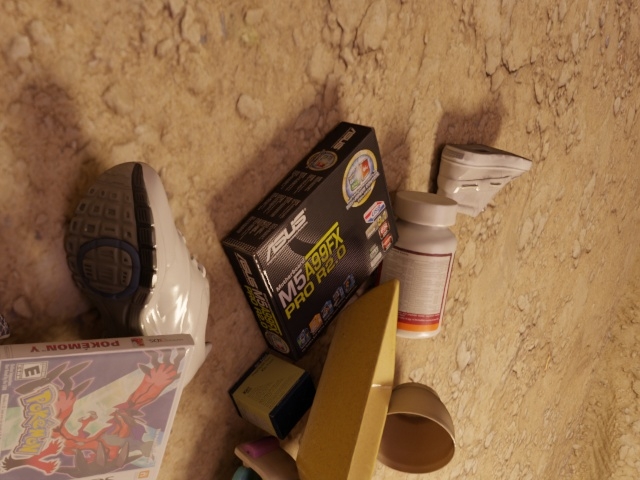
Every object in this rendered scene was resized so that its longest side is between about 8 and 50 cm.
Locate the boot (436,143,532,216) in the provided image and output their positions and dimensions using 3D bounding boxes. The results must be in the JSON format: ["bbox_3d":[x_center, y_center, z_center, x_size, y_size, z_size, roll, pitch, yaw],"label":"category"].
[{"bbox_3d":[0.295,-0.108,1.386,0.258,0.095,0.124,-3,113,-45],"label":"boot"}]

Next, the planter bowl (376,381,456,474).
[{"bbox_3d":[0.167,0.327,1.357,0.109,0.162,0.162,-70,156,-52],"label":"planter bowl"}]

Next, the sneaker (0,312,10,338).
[{"bbox_3d":[-0.349,0.144,0.613,0.235,0.090,0.095,-56,152,-19],"label":"sneaker"}]

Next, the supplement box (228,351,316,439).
[{"bbox_3d":[-0.064,0.212,1.029,0.083,0.083,0.056,-46,139,-32],"label":"supplement box"}]

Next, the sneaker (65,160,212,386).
[{"bbox_3d":[-0.181,0.044,0.799,0.129,0.110,0.297,-46,146,-49],"label":"sneaker"}]

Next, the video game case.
[{"bbox_3d":[-0.231,0.178,0.734,0.183,0.023,0.201,0,124,-32],"label":"video game case"}]

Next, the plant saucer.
[{"bbox_3d":[0.041,0.268,1.096,0.333,0.080,0.333,86,19,-51],"label":"plant saucer"}]

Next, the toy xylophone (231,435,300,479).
[{"bbox_3d":[-0.103,0.446,1.079,0.323,0.081,0.236,-69,160,-8],"label":"toy xylophone"}]

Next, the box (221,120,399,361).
[{"bbox_3d":[0.000,0.000,1.042,0.270,0.060,0.216,-48,140,-30],"label":"box"}]

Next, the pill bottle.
[{"bbox_3d":[0.155,0.037,1.218,0.121,0.121,0.221,-11,114,-52],"label":"pill bottle"}]
